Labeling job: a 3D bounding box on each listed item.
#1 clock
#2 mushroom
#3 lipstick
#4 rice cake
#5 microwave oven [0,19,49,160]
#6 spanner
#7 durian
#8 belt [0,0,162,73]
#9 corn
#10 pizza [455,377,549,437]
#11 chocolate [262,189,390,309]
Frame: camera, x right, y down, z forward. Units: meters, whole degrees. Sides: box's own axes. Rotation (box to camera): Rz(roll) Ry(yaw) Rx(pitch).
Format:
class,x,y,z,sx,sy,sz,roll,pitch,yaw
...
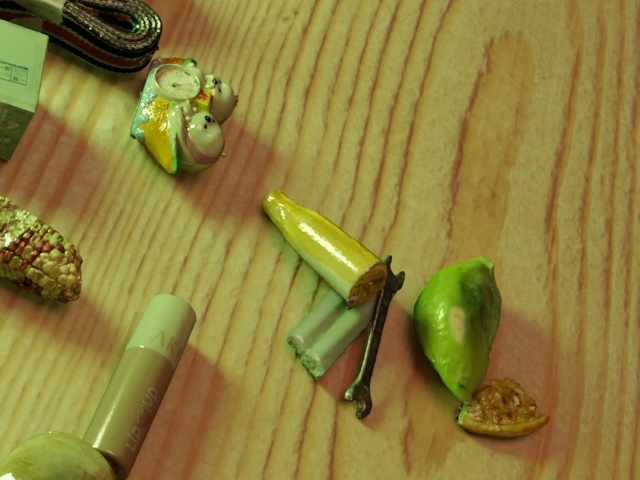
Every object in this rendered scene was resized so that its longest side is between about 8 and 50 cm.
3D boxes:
class,x,y,z,sx,sy,sz,roll,pitch,yaw
clock,-0.196,-0.182,1.953,0.144,0.103,0.231,18,48,-10
mushroom,-0.328,0.295,1.458,0.195,0.189,0.253,45,38,2
lipstick,-0.228,0.181,1.686,0.070,0.070,0.254,30,47,-11
rice cake,0.029,0.108,1.928,0.080,0.042,0.222,47,45,-2
microwave oven,-0.483,-0.219,1.779,0.208,0.122,0.162,18,50,-22
spanner,0.079,0.136,1.919,0.054,0.015,0.255,40,52,-35
durian,0.208,0.121,1.992,0.139,0.101,0.250,33,43,-10
belt,-0.403,-0.331,1.917,0.359,0.094,0.126,15,53,-18
corn,-0.421,-0.016,1.689,0.289,0.098,0.098,31,46,-10
pizza,0.266,0.245,1.984,0.160,0.036,0.099,5,56,-30
chocolate,0.000,0.000,1.939,0.085,0.086,0.219,-20,52,-41
